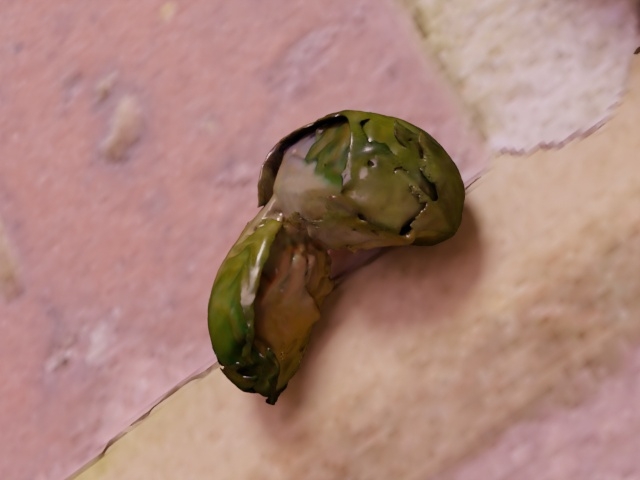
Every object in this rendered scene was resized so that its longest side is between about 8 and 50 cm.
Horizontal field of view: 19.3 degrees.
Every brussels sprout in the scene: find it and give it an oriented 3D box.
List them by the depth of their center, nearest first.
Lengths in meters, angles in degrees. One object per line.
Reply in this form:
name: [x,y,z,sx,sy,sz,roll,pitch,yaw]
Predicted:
brussels sprout: [-0.001,0.000,0.497,0.083,0.046,0.051,-44,44,8]
